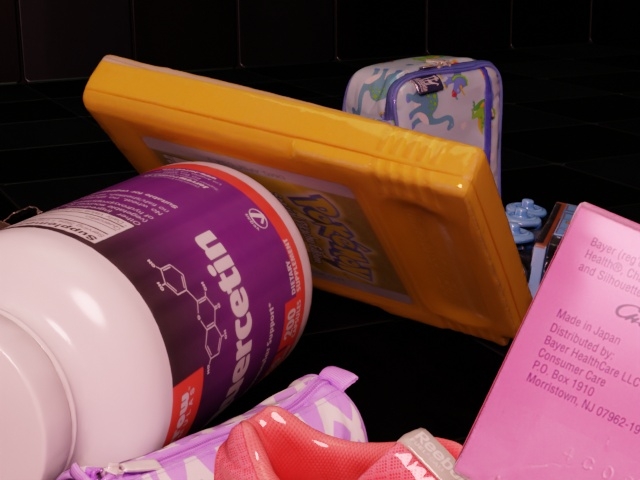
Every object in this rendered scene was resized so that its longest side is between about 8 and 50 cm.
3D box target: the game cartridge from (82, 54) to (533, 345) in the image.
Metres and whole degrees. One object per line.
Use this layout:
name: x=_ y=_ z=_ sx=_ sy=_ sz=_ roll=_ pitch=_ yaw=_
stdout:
game cartridge: x=0.001 y=-0.022 z=0.993 sx=0.323 sy=0.053 sz=0.285 roll=18 pitch=-20 yaw=26

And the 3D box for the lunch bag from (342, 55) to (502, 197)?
lunch bag: x=0.108 y=-0.075 z=1.240 sx=0.176 sy=0.219 sz=0.090 roll=-14 pitch=21 yaw=-41

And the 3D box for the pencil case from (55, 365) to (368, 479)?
pencil case: x=-0.062 y=0.139 z=0.712 sx=0.086 sy=0.088 sz=0.206 roll=15 pitch=21 yaw=40

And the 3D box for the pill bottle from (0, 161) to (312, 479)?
pill bottle: x=-0.142 y=0.062 z=0.823 sx=0.181 sy=0.181 sz=0.323 roll=5 pitch=17 yaw=22

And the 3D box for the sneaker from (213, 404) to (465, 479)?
sneaker: x=0.062 y=0.158 z=0.544 sx=0.314 sy=0.136 sz=0.116 roll=10 pitch=20 yaw=35

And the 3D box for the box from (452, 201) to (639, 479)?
box: x=0.197 y=0.095 z=0.538 sx=0.213 sy=0.117 sz=0.243 roll=25 pitch=-1 yaw=19

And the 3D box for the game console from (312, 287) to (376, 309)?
game console: x=0.000 y=0.000 z=1.153 sx=0.071 sy=0.122 sz=0.107 roll=-10 pitch=18 yaw=-26

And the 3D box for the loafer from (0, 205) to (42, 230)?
loafer: x=-0.335 y=0.016 z=1.191 sx=0.080 sy=0.078 sz=0.220 roll=4 pitch=16 yaw=16

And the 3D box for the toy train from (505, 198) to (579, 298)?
toy train: x=0.220 y=0.011 z=1.192 sx=0.105 sy=0.080 sz=0.184 roll=10 pitch=17 yaw=15
